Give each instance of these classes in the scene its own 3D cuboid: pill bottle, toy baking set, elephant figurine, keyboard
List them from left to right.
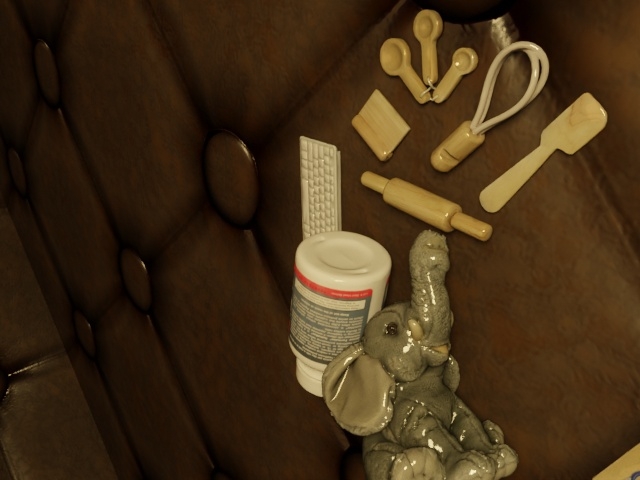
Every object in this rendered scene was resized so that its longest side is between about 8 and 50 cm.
[{"bbox_3d":[0.000,0.000,0.782,0.072,0.014,0.256,22,122,44],"label":"keyboard"},{"bbox_3d":[0.017,0.090,0.724,0.108,0.108,0.180,33,129,38],"label":"pill bottle"},{"bbox_3d":[0.091,0.145,0.650,0.169,0.186,0.239,53,-165,-70],"label":"elephant figurine"},{"bbox_3d":[0.120,-0.099,0.576,0.256,0.030,0.197,35,131,37],"label":"toy baking set"}]

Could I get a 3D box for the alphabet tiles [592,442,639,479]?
[{"bbox_3d":[0.331,0.203,0.351,0.342,0.011,0.285,-53,47,27],"label":"alphabet tiles"}]
